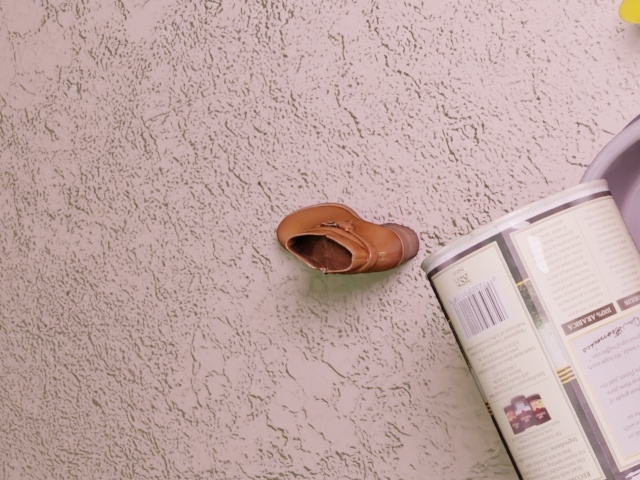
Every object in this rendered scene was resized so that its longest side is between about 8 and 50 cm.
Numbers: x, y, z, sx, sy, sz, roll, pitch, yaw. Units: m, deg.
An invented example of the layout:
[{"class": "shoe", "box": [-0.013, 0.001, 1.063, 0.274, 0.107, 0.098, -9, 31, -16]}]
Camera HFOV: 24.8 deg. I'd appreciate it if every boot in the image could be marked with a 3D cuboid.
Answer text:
[{"class": "boot", "box": [0.000, 0.000, 1.689, 0.197, 0.152, 0.073, 3, 98, 32]}]

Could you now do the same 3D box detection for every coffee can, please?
[{"class": "coffee can", "box": [0.243, 0.106, 1.399, 0.201, 0.201, 0.275, -29, 80, 32]}]

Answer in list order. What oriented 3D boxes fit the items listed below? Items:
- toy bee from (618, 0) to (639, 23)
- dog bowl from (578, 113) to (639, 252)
[{"class": "toy bee", "box": [0.386, -0.301, 1.426, 0.195, 0.162, 0.298, -6, 108, 2]}, {"class": "dog bowl", "box": [0.404, 0.011, 1.464, 0.349, 0.102, 0.349, 5, 99, 31]}]
